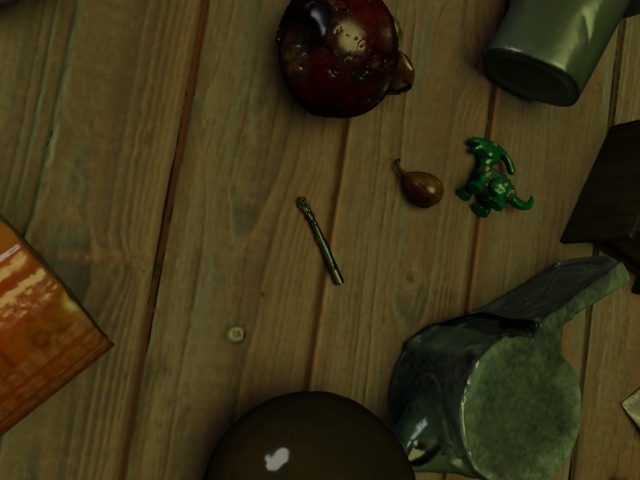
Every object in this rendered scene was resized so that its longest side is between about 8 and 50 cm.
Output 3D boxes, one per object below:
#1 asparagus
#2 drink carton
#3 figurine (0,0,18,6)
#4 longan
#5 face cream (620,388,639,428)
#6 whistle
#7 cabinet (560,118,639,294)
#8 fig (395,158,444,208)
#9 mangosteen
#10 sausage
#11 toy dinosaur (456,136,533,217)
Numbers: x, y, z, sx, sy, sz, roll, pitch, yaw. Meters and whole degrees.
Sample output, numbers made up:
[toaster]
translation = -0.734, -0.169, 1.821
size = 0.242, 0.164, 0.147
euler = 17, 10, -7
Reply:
[asparagus]
translation = 0.000, 0.000, 0.906
size = 0.015, 0.018, 0.127
euler = -23, 95, 19
[drink carton]
translation = 0.339, -0.300, 0.964
size = 0.185, 0.191, 0.190
euler = 23, 86, 19
[figurine]
translation = -0.401, -0.249, 0.685
size = 0.257, 0.181, 0.208
euler = -47, 144, -15
[longan]
translation = -0.009, 0.298, 0.769
size = 0.258, 0.258, 0.258
euler = 1, 88, -22
[face cream]
translation = 0.575, 0.339, 1.088
size = 0.092, 0.058, 0.244
euler = -28, 80, -20
[whistle]
translation = 0.244, 0.150, 0.920
size = 0.188, 0.168, 0.405
euler = 38, 71, -17
[cabinet]
translation = 0.511, -0.049, 1.041
size = 0.174, 0.148, 0.215
euler = 32, 78, -17
[fig]
translation = 0.132, -0.080, 0.950
size = 0.083, 0.050, 0.050
euler = 45, 73, 4
[mangosteen]
translation = 0.033, -0.237, 0.863
size = 0.180, 0.166, 0.166
euler = -16, 94, -47
[sausage]
translation = -0.378, 0.104, 0.641
size = 0.287, 0.233, 0.233
euler = -39, 102, -17
[toy dinosaur]
translation = 0.253, -0.086, 0.992
size = 0.132, 0.059, 0.096
euler = 38, 69, -8
